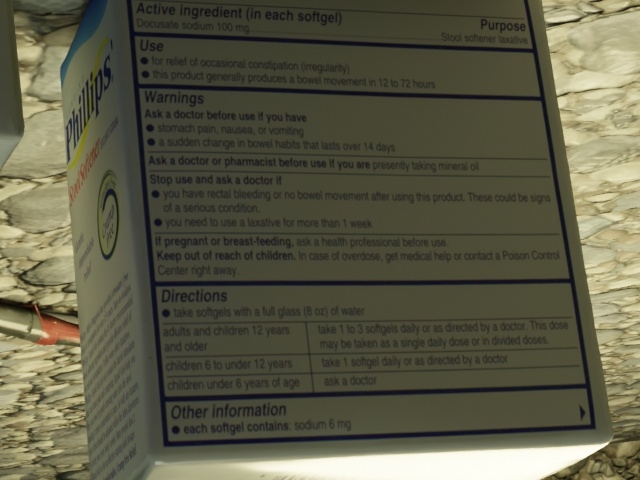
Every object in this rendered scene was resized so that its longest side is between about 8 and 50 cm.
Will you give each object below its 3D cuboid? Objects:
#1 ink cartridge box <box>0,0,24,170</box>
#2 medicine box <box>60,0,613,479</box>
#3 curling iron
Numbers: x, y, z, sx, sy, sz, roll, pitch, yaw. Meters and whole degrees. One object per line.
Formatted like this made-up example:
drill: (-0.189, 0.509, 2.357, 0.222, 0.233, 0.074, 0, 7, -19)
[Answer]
ink cartridge box: (-0.299, -0.062, 0.981, 0.197, 0.114, 0.273, 0, 162, -24)
medicine box: (0.000, 0.000, 0.991, 0.263, 0.289, 0.149, 0, 160, -20)
curling iron: (-0.256, 0.071, 1.597, 0.274, 0.035, 0.068, 14, 134, -38)
